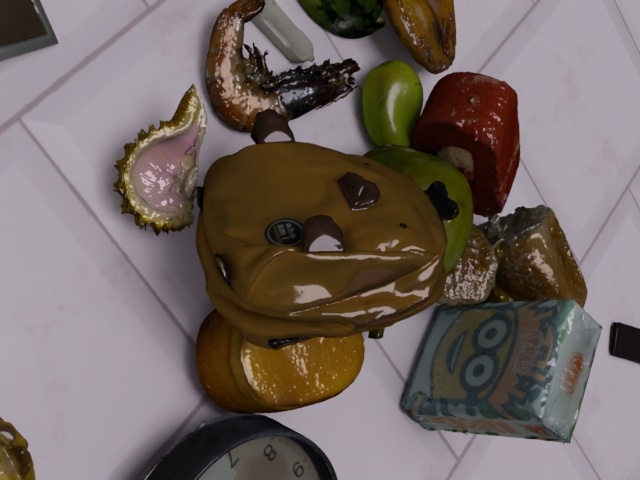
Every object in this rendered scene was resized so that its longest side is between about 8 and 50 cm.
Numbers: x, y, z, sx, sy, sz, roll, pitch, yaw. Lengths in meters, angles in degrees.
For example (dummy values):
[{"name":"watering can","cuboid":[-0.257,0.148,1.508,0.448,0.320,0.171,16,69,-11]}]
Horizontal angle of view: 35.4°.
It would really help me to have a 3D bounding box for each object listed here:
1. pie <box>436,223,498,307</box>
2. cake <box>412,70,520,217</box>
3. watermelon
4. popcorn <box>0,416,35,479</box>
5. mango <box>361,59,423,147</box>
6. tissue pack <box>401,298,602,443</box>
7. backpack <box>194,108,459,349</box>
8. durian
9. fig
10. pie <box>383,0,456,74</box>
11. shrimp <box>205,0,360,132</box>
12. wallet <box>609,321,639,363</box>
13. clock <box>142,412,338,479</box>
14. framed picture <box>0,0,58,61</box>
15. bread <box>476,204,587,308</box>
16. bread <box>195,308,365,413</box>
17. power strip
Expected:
[{"name":"pie","cuboid":[0.234,0.036,1.822,0.163,0.079,0.193,-34,78,-6]},{"name":"cake","cuboid":[0.261,-0.171,1.810,0.283,0.177,0.151,68,40,-57]},{"name":"watermelon","cuboid":[0.035,-0.483,1.710,0.159,0.128,0.303,-41,112,-37]},{"name":"popcorn","cuboid":[-0.449,0.314,1.157,0.250,0.190,0.250,-2,92,-38]},{"name":"mango","cuboid":[0.127,-0.242,1.790,0.117,0.089,0.163,20,73,-39]},{"name":"tissue pack","cuboid":[0.314,0.226,1.757,0.128,0.311,0.228,39,62,-32]},{"name":"backpack","cuboid":[0.005,-0.013,1.461,0.378,0.201,0.353,-8,47,-21]},{"name":"durian","cuboid":[-0.228,-0.122,1.461,0.140,0.078,0.224,22,86,-27]},{"name":"fig","cuboid":[0.156,-0.009,1.722,0.233,0.233,0.314,-26,113,-40]},{"name":"pie","cuboid":[0.190,-0.425,1.853,0.273,0.069,0.273,22,63,-51]},{"name":"shrimp","cuboid":[-0.062,-0.298,1.628,0.290,0.054,0.222,-18,105,-30]},{"name":"wallet","cuboid":[0.714,0.237,2.304,0.156,0.018,0.082,16,75,-39]},{"name":"clock","cuboid":[-0.119,0.446,1.460,0.386,0.076,0.386,-9,104,-43]},{"name":"framed picture","cuboid":[-0.460,-0.368,1.277,0.293,0.018,0.231,69,24,-12]},{"name":"bread","cuboid":[0.373,0.061,1.898,0.176,0.195,0.246,-43,111,-52]},{"name":"bread","cuboid":[-0.060,0.168,1.543,0.269,0.142,0.195,-11,91,-40]},{"name":"power strip","cuboid":[-0.077,-0.362,1.662,0.191,0.030,0.047,44,61,-29]}]
